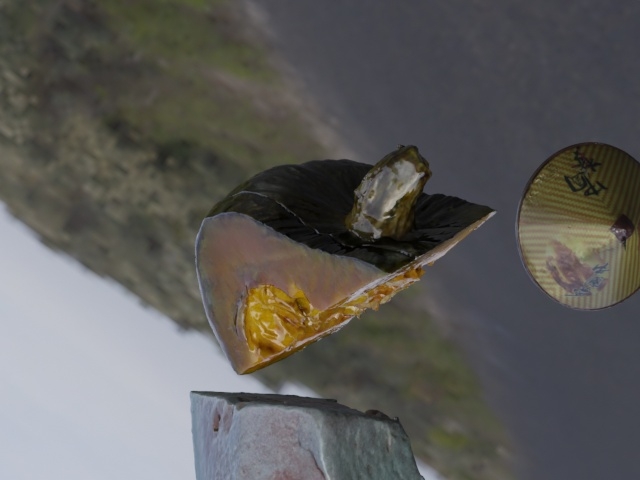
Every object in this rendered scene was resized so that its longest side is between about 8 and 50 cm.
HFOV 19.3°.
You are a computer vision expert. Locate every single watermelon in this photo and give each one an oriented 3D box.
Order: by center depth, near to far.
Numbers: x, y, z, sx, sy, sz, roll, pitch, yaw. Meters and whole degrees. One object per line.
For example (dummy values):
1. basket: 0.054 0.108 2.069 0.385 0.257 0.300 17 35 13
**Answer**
1. watermelon: -0.003 0.248 1.894 0.258 0.228 0.387 98 157 -43

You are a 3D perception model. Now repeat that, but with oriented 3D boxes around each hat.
1. hat: 0.319 -0.014 2.096 0.193 0.193 0.082 36 170 -18

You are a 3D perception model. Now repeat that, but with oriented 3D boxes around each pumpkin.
1. pumpkin: 0.001 -0.005 1.311 0.248 0.131 0.126 -34 78 50
